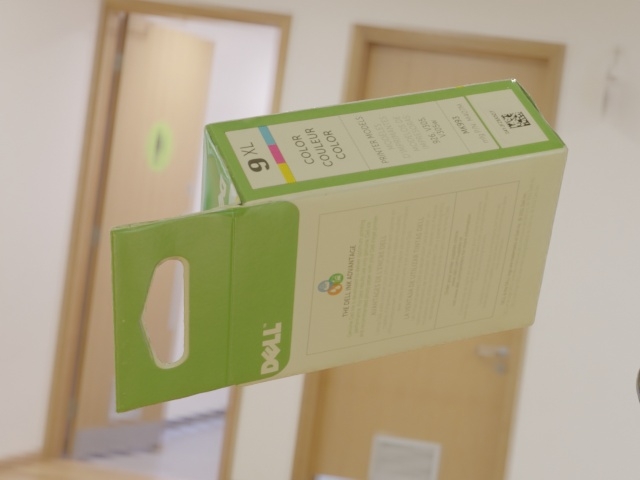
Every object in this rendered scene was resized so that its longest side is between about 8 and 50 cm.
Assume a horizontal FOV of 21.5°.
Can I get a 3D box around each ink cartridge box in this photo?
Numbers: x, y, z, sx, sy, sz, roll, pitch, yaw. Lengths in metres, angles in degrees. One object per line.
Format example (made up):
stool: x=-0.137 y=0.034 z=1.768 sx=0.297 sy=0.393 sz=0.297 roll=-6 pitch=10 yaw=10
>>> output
ink cartridge box: x=0.000 y=0.000 z=0.760 sx=0.209 sy=0.109 sz=0.062 roll=-11 pitch=43 yaw=-18

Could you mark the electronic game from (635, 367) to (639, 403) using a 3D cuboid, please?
electronic game: x=0.381 y=0.100 z=1.440 sx=0.229 sy=0.048 sz=0.229 roll=-20 pitch=19 yaw=7
